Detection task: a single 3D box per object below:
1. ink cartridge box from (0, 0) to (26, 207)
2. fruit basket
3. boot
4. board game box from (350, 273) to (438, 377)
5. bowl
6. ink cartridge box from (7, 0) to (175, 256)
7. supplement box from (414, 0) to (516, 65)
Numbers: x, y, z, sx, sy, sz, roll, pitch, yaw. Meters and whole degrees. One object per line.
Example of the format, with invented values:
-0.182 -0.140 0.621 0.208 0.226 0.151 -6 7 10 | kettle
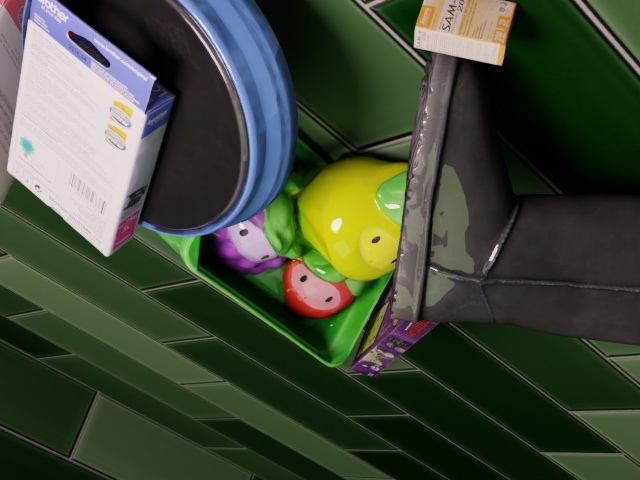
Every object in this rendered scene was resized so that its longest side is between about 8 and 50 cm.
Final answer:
-0.461 -0.192 1.321 0.117 0.283 0.207 12 153 12 | ink cartridge box
0.000 0.000 1.450 0.392 0.283 0.392 28 168 7 | fruit basket
0.325 -0.042 1.213 0.445 0.146 0.367 7 121 2 | boot
0.145 0.069 1.518 0.056 0.208 0.347 21 155 -6 | board game box
-0.206 -0.177 1.213 0.391 0.077 0.391 22 132 26 | bowl
-0.276 -0.141 1.194 0.186 0.065 0.311 39 139 11 | ink cartridge box
0.156 -0.232 1.083 0.098 0.062 0.036 13 155 9 | supplement box
